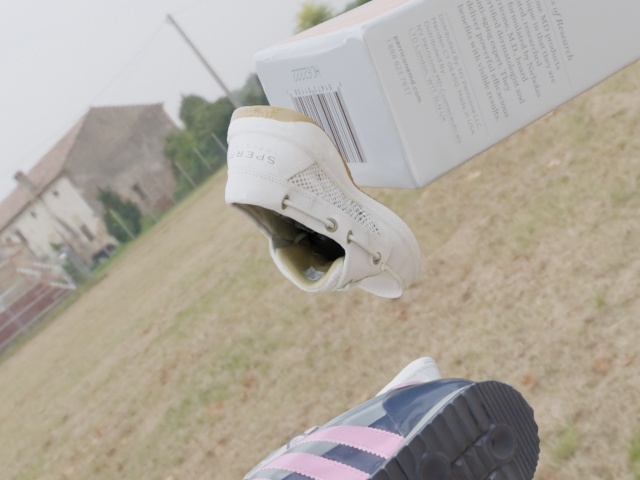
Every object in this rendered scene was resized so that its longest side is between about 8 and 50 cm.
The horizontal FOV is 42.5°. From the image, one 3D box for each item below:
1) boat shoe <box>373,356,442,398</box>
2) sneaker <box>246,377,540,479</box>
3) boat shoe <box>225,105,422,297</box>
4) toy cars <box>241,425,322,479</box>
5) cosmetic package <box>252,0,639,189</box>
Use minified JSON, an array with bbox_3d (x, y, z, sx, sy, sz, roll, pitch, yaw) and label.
[{"bbox_3d":[0.134,0.260,1.302,0.066,0.063,0.184,10,-49,-40],"label":"boat shoe"},{"bbox_3d":[-0.010,0.188,0.532,0.319,0.112,0.131,-21,4,-26],"label":"sneaker"},{"bbox_3d":[0.000,0.000,0.687,0.098,0.277,0.096,1,65,33],"label":"boat shoe"},{"bbox_3d":[-0.082,0.424,1.071,0.087,0.177,0.393,3,76,57],"label":"toy cars"},{"bbox_3d":[0.183,-0.223,0.898,0.453,0.161,0.230,-30,19,-25],"label":"cosmetic package"}]
